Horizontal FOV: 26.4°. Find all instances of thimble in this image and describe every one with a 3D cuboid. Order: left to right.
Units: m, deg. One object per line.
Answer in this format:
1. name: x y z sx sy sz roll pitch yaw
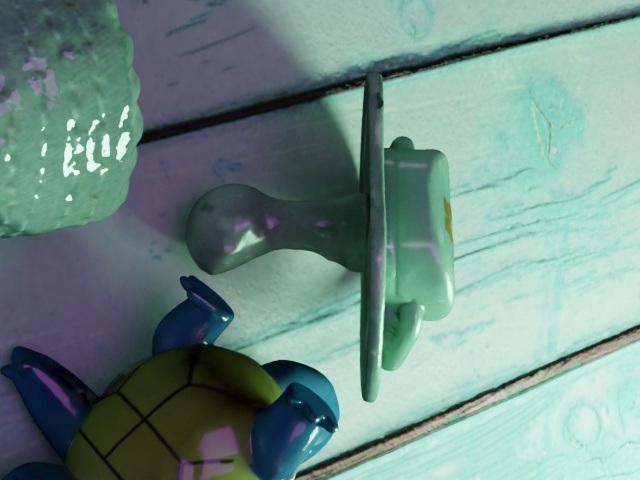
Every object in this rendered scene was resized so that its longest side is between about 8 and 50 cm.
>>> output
1. thimble: -0.256 -0.129 1.184 0.171 0.205 0.250 -12 101 -34

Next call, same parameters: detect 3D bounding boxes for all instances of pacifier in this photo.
1. pacifier: 0.000 0.000 1.375 0.269 0.288 0.343 3 55 2

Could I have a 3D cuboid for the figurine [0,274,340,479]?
1. figurine: -0.138 0.184 1.274 0.416 0.243 0.298 -25 60 -35
